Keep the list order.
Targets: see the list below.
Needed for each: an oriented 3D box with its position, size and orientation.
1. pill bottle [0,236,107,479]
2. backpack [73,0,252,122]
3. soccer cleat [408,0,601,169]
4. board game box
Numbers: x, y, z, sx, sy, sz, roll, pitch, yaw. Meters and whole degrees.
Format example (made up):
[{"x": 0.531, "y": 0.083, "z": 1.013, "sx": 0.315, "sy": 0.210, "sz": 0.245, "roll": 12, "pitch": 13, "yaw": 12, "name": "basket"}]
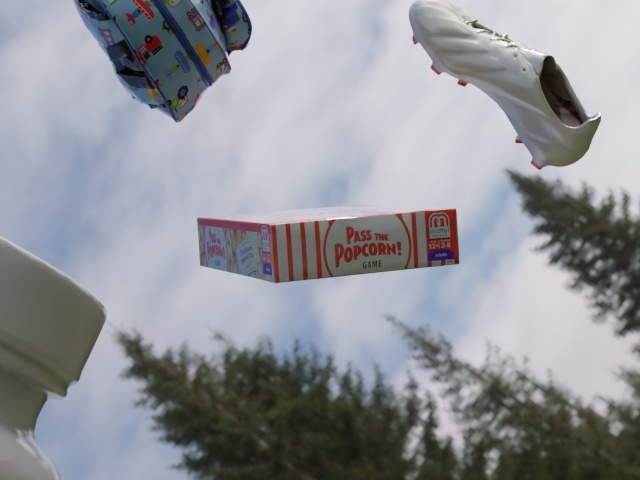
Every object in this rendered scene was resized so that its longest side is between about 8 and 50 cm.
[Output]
[{"x": -0.155, "y": 0.100, "z": 0.385, "sx": 0.221, "sy": 0.124, "sz": 0.124, "roll": -66, "pitch": -21, "yaw": -16, "name": "pill bottle"}, {"x": -0.125, "y": -0.179, "z": 0.990, "sx": 0.117, "sy": 0.173, "sz": 0.158, "roll": -31, "pitch": -63, "yaw": -1, "name": "backpack"}, {"x": 0.156, "y": -0.145, "z": 1.068, "sx": 0.068, "sy": 0.196, "sz": 0.076, "roll": -34, "pitch": -14, "yaw": -39, "name": "soccer cleat"}, {"x": 0.000, "y": 0.000, "z": 0.998, "sx": 0.147, "sy": 0.193, "sz": 0.045, "roll": -5, "pitch": -86, "yaw": -21, "name": "board game box"}]
